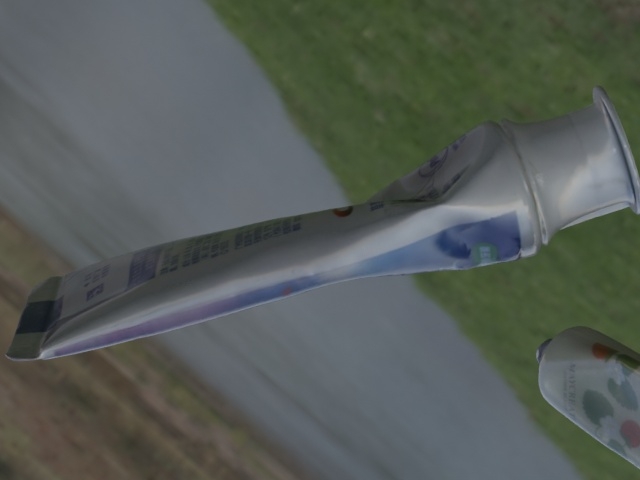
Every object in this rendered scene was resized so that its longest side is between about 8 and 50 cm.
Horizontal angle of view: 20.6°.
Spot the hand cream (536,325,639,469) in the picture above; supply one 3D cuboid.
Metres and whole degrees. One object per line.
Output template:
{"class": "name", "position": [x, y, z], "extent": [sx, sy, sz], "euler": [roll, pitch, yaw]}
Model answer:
{"class": "hand cream", "position": [0.139, 0.077, 0.688], "extent": [0.165, 0.037, 0.057], "euler": [36, 137, 52]}

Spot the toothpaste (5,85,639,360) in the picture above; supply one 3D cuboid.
{"class": "toothpaste", "position": [0.000, 0.000, 0.743], "extent": [0.096, 0.266, 0.061], "euler": [-96, -11, -74]}
